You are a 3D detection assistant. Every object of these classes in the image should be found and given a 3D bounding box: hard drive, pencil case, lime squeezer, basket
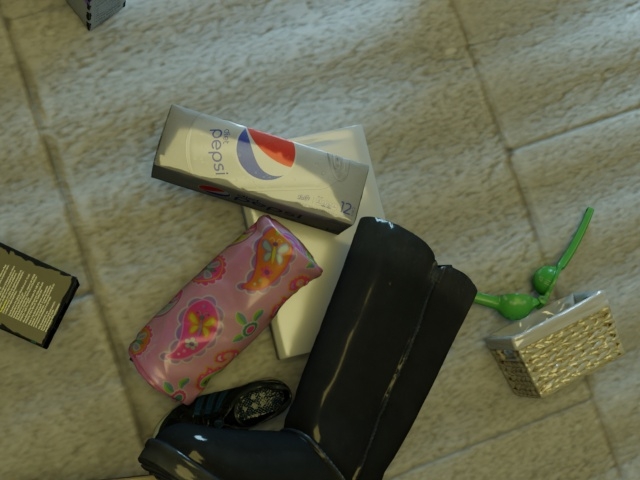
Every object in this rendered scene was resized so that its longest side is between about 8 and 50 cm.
[{"bbox_3d":[0.000,0.000,1.519,0.203,0.040,0.308,-13,86,-13],"label":"hard drive"},{"bbox_3d":[-0.131,0.097,1.421,0.124,0.124,0.284,44,89,-4],"label":"pencil case"},{"bbox_3d":[0.310,0.057,1.582,0.310,0.059,0.110,-25,56,-13],"label":"lime squeezer"},{"bbox_3d":[0.349,0.154,1.538,0.167,0.113,0.103,-26,91,-14],"label":"basket"}]

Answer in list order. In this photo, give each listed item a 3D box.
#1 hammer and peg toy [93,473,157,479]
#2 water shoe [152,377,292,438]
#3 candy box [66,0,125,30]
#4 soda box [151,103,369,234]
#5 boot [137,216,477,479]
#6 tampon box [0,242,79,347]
[{"bbox_3d":[-0.239,0.431,1.370,0.361,0.127,0.266,-4,84,-16],"label":"hammer and peg toy"},{"bbox_3d":[-0.137,0.240,1.439,0.203,0.080,0.073,-24,88,-14],"label":"water shoe"},{"bbox_3d":[-0.338,-0.397,1.418,0.070,0.196,0.165,-39,92,-15],"label":"candy box"},{"bbox_3d":[-0.085,-0.095,1.444,0.286,0.098,0.091,17,79,-8],"label":"soda box"},{"bbox_3d":[0.003,0.162,1.333,0.367,0.146,0.445,44,67,-41],"label":"boot"},{"bbox_3d":[-0.416,0.064,1.381,0.161,0.120,0.101,26,79,-8],"label":"tampon box"}]
